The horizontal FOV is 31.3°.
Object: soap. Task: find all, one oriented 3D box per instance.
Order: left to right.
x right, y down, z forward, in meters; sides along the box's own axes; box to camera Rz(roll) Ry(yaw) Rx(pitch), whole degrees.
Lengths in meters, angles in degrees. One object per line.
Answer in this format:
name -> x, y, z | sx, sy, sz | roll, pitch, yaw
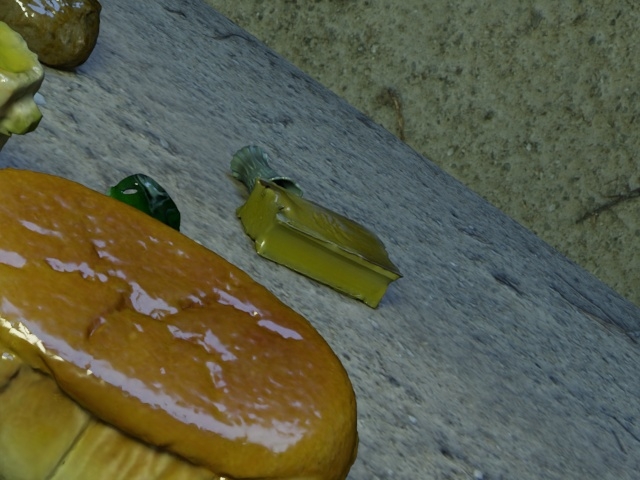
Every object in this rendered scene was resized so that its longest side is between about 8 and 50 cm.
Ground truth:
soap -> -0.001, 0.001, 1.645 | 0.233, 0.076, 0.135 | 27, 19, -32

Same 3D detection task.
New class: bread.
bread -> -0.428, -0.359, 1.705 | 0.230, 0.123, 0.230 | 32, 19, -12
bread -> -0.153, 0.091, 0.867 | 0.388, 0.183, 0.236 | 33, 19, -12

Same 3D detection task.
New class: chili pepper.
chili pepper -> -0.190, -0.001, 1.280 | 0.108, 0.062, 0.216 | 29, 19, -23

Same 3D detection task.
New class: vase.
vase -> -0.088, -0.091, 1.732 | 0.081, 0.081, 0.149 | 26, 16, -33

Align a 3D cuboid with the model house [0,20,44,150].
model house -> -0.381, -0.132, 1.022 | 0.234, 0.193, 0.175 | 40, 15, 4
